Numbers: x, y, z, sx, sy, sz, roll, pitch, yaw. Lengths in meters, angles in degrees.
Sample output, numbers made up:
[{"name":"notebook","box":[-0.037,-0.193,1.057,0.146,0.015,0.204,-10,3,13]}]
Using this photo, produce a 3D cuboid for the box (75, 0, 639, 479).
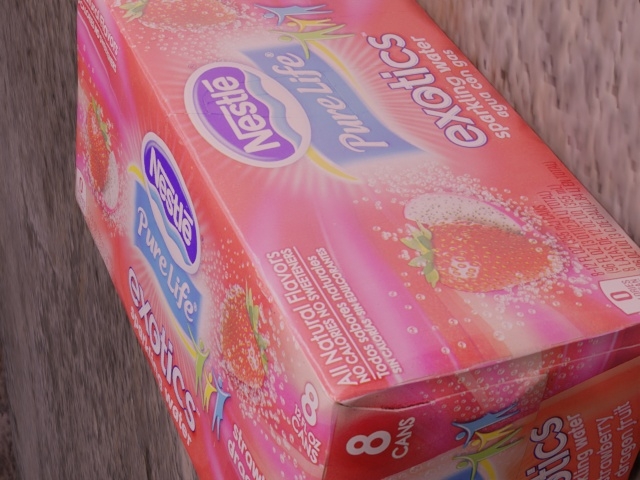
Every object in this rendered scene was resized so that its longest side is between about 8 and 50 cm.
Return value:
[{"name":"box","box":[0.000,0.000,0.545,0.300,0.142,0.154,-122,31,-42]}]
